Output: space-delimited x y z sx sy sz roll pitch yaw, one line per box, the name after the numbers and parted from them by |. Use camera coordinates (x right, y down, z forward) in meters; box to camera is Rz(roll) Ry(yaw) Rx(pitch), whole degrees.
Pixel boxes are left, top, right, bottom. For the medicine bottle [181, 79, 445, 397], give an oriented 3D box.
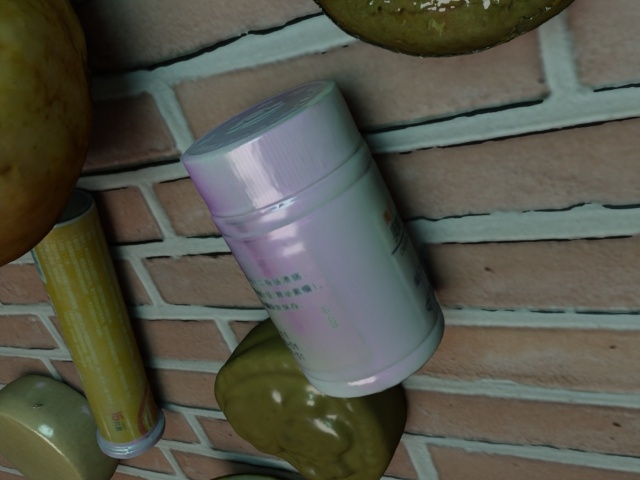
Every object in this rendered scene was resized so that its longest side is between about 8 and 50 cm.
0.000 0.000 0.547 0.152 0.152 0.254 -11 117 34 | medicine bottle

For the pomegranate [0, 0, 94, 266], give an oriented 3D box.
-0.412 -0.134 0.511 0.410 0.410 0.410 15 129 19 | pomegranate

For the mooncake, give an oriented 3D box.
-0.012 0.192 0.722 0.235 0.117 0.234 17 131 20 | mooncake

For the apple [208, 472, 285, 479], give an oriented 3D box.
-0.071 0.456 0.948 0.265 0.120 0.193 15 142 22 | apple

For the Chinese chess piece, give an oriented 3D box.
-0.505 0.375 1.132 0.273 0.102 0.273 16 130 20 | Chinese chess piece

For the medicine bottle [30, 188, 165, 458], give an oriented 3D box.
-0.313 0.133 0.848 0.108 0.108 0.425 12 127 21 | medicine bottle

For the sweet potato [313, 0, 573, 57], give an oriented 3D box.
0.071 -0.189 0.410 0.310 0.098 0.124 5 137 14 | sweet potato
